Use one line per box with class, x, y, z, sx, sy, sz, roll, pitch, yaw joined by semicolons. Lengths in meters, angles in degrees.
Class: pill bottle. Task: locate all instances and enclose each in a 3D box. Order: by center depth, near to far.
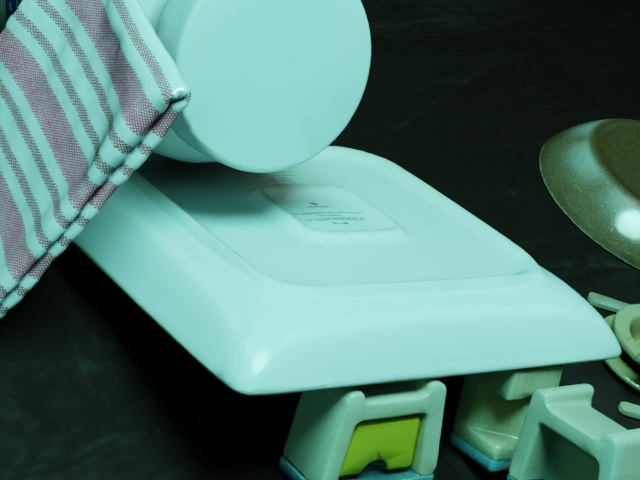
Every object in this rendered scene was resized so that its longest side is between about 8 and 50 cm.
pill bottle;-0.090;-0.133;1.046;0.153;0.153;0.265;1;16;-32

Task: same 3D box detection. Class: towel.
towel;-0.161;-0.056;0.940;0.029;0.197;0.144;25;24;-48

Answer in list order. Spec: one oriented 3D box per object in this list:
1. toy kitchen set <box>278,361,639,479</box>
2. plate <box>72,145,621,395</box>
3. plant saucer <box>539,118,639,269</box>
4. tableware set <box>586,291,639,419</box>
toy kitchen set;0.100;0.155;0.924;0.166;0.122;0.207;-3;23;-36
plate;0.000;0.000;1.036;0.277;0.045;0.278;-3;26;-35
plant saucer;0.266;-0.038;1.339;0.199;0.036;0.198;18;33;-13
tableware set;0.280;0.085;1.175;0.194;0.039;0.128;15;35;-16
